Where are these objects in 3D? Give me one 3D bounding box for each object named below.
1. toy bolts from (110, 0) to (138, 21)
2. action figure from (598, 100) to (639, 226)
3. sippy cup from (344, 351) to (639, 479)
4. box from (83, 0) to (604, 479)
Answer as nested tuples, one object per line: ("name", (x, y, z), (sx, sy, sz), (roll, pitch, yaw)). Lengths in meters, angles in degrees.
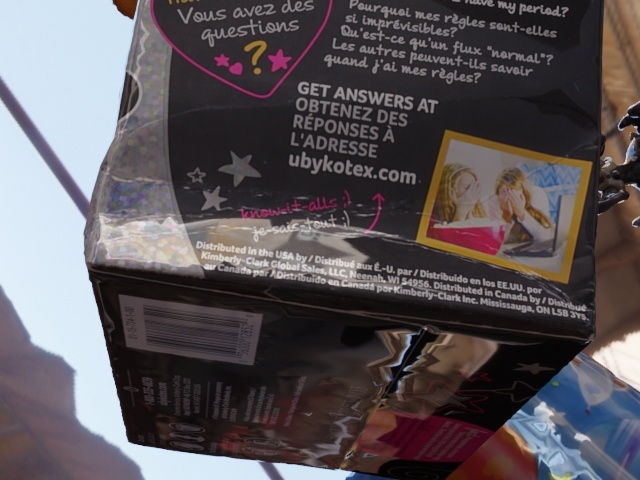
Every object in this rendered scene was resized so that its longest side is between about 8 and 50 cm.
("toy bolts", (-0.090, -0.297, 1.078), (0.218, 0.158, 0.228), (-1, -77, -7))
("action figure", (0.347, -0.079, 1.244), (0.275, 0.141, 0.164), (-18, -92, -28))
("sippy cup", (0.139, 0.175, 0.641), (0.240, 0.224, 0.305), (-50, -28, 13))
("box", (0.000, 0.000, 0.480), (0.163, 0.247, 0.142), (8, -113, -3))
